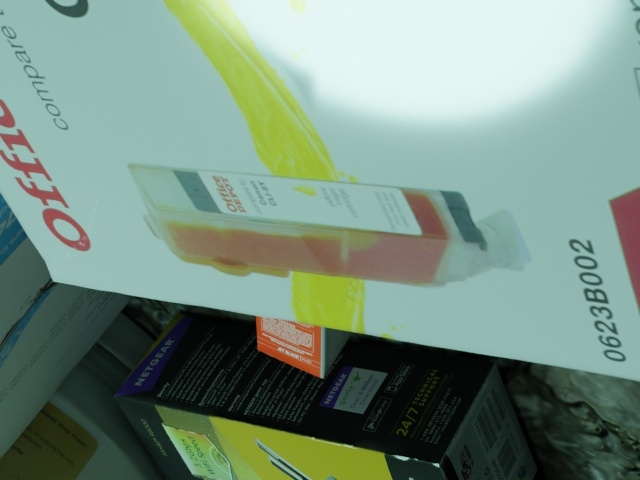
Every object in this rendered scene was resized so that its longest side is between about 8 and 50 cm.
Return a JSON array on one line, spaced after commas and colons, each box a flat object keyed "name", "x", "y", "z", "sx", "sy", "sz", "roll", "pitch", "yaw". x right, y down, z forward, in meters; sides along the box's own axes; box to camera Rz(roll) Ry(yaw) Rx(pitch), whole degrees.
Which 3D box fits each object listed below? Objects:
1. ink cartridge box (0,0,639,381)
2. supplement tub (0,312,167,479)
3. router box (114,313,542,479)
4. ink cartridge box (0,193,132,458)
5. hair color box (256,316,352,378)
[{"name": "ink cartridge box", "x": 0.024, "y": -0.107, "z": 0.474, "sx": 0.385, "sy": 0.160, "sz": 0.279, "roll": 7, "pitch": 137, "yaw": 34}, {"name": "supplement tub", "x": -0.243, "y": 0.197, "z": 0.924, "sx": 0.228, "sy": 0.316, "sz": 0.228, "roll": 22, "pitch": 143, "yaw": 18}, {"name": "router box", "x": 0.036, "y": 0.193, "z": 0.896, "sx": 0.243, "sy": 0.081, "sz": 0.308, "roll": 5, "pitch": 136, "yaw": 36}, {"name": "ink cartridge box", "x": -0.231, "y": -0.020, "z": 0.759, "sx": 0.198, "sy": 0.197, "sz": 0.270, "roll": 29, "pitch": 146, "yaw": 10}, {"name": "hair color box", "x": 0.000, "y": 0.000, "z": 0.703, "sx": 0.043, "sy": 0.072, "sz": 0.141, "roll": 23, "pitch": 143, "yaw": 17}]
